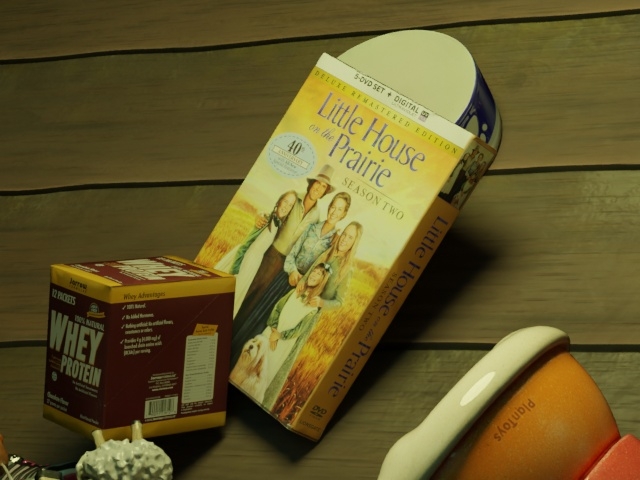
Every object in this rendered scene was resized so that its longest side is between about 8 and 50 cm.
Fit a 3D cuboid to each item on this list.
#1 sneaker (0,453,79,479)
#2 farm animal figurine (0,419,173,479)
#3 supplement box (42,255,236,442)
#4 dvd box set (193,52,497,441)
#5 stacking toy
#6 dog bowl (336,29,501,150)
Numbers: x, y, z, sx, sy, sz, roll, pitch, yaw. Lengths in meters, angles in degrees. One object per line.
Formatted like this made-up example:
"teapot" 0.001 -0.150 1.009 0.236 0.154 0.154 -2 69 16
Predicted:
"sneaker" -0.369 0.300 2.362 0.170 0.063 0.075 -20 50 18
"farm animal figurine" -0.338 0.375 2.170 0.327 0.330 0.172 -2 40 -11
"supplement box" -0.222 0.129 2.279 0.191 0.194 0.129 -4 14 -41
"dvd box set" 0.000 0.000 2.335 0.307 0.062 0.420 35 93 44
"stacking toy" 0.282 0.345 1.798 0.480 0.350 0.350 38 73 17
"dog bowl" 0.102 -0.156 2.497 0.265 0.104 0.265 -15 45 16
